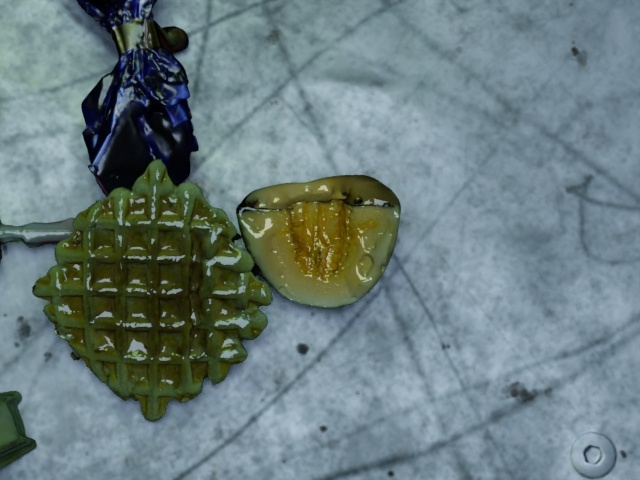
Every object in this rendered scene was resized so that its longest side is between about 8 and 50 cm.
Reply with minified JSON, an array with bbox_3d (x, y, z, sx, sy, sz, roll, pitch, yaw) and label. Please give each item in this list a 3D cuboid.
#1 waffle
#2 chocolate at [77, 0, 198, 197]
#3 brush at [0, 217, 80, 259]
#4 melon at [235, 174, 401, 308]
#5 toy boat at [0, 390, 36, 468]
[{"bbox_3d":[-0.159,0.051,1.923,0.208,0.054,0.214,-44,99,3],"label":"waffle"},{"bbox_3d":[-0.184,-0.181,1.971,0.148,0.126,0.343,-6,81,-46],"label":"chocolate"},{"bbox_3d":[-0.294,-0.006,1.953,0.301,0.071,0.084,-1,76,-10],"label":"brush"},{"bbox_3d":[0.000,0.000,1.971,0.160,0.079,0.128,-1,100,2],"label":"melon"},{"bbox_3d":[-0.419,0.216,1.901,0.293,0.055,0.093,-19,78,-8],"label":"toy boat"}]
